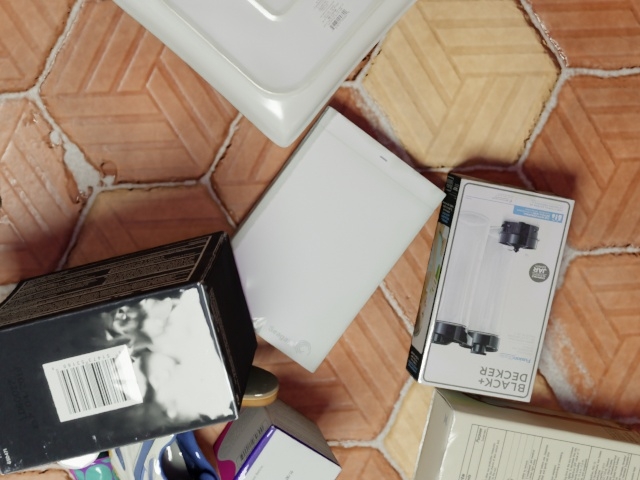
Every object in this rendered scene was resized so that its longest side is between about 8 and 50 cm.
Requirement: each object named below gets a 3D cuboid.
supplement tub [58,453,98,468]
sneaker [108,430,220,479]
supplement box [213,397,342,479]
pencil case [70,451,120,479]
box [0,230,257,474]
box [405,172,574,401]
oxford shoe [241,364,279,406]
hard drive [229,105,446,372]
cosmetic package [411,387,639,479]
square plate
[{"bbox_3d":[-0.325,0.257,1.803,0.071,0.107,0.071,-1,99,-8],"label":"supplement tub"},{"bbox_3d":[-0.187,0.362,1.811,0.112,0.131,0.296,-34,110,-43],"label":"sneaker"},{"bbox_3d":[-0.062,0.286,1.790,0.114,0.220,0.111,33,92,-13],"label":"supplement box"},{"bbox_3d":[-0.301,0.362,1.845,0.070,0.064,0.151,-9,99,-21],"label":"pencil case"},{"bbox_3d":[-0.246,0.130,1.680,0.296,0.294,0.182,-13,102,5],"label":"box"},{"bbox_3d":[0.233,0.065,1.867,0.169,0.087,0.289,12,97,-10],"label":"box"},{"bbox_3d":[-0.134,0.211,1.804,0.076,0.212,0.076,-37,115,-47],"label":"oxford shoe"},{"bbox_3d":[0.000,0.000,1.848,0.203,0.040,0.307,36,91,-12],"label":"hard drive"},{"bbox_3d":[0.294,0.315,1.893,0.296,0.129,0.153,13,98,-11],"label":"cosmetic package"},{"bbox_3d":[-0.059,-0.357,1.781,0.344,0.049,0.347,41,91,-11],"label":"square plate"}]
